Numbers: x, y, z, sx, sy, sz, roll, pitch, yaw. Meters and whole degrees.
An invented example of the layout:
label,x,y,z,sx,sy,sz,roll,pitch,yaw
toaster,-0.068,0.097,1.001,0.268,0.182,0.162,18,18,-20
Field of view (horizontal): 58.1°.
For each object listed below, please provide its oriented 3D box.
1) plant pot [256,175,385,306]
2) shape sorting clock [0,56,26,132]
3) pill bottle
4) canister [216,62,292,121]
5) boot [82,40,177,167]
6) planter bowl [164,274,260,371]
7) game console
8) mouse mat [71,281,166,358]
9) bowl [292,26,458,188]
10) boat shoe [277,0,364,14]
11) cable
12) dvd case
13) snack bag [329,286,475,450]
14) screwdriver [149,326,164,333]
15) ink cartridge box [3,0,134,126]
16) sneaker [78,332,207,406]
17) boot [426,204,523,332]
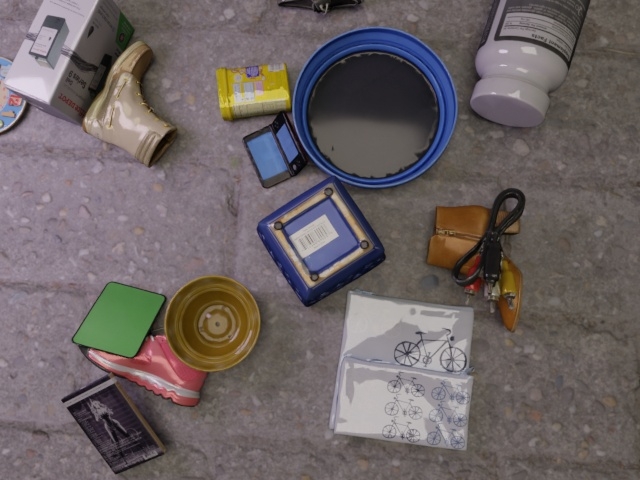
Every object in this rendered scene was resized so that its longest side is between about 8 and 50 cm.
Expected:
label,x,y,z,sx,sy,sz,roll,pitch,yaw
plant pot,0.000,0.000,1.297,0.236,0.212,0.236,-32,85,-2
shape sorting clock,-0.830,-0.362,1.439,0.206,0.040,0.206,0,84,1
pill bottle,0.481,-0.464,1.331,0.210,0.210,0.363,19,86,3
canister,-0.160,-0.364,1.406,0.170,0.073,0.126,-7,84,-1
boot,-0.426,-0.329,1.397,0.203,0.095,0.262,30,88,5
planter bowl,-0.244,0.193,1.340,0.217,0.090,0.217,0,80,-1
game console,-0.111,-0.218,1.387,0.085,0.124,0.144,-22,84,-27
mouse mat,-0.462,0.180,1.335,0.152,0.007,0.190,15,47,3
bowl,0.128,-0.314,1.392,0.391,0.077,0.391,0,85,1
boat shoe,0.001,-0.596,1.427,0.219,0.078,0.070,9,84,10
cable,0.379,0.017,1.288,0.139,0.072,0.287,5,63,25
dvd case,-0.469,0.418,1.309,0.164,0.018,0.221,-28,100,23
snack bag,0.201,0.299,1.350,0.323,0.037,0.343,8,84,3
screwdriver,-0.391,0.216,1.378,0.170,0.024,0.025,-11,55,2
ink cartridge box,-0.581,-0.436,1.356,0.121,0.211,0.289,24,86,2
sneaker,-0.405,0.268,1.346,0.314,0.116,0.136,26,75,-3
boot,0.355,0.063,1.346,0.211,0.104,0.295,1,79,7
